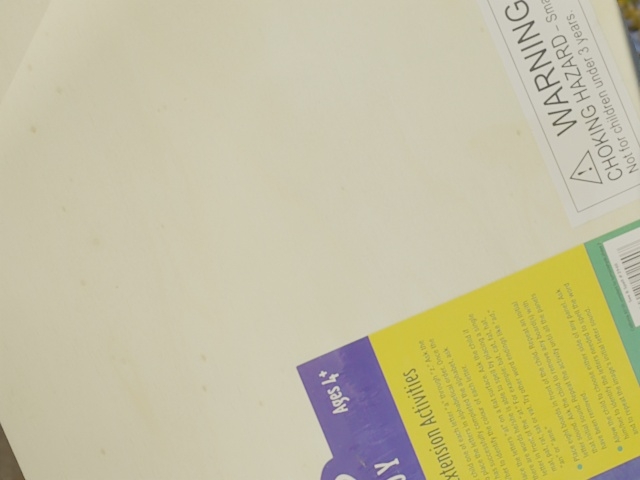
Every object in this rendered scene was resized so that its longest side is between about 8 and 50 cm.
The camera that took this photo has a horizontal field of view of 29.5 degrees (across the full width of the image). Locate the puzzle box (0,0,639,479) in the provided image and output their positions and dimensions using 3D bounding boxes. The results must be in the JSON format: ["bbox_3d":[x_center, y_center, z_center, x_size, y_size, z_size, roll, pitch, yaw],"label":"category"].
[{"bbox_3d":[0.000,0.000,0.463,0.052,0.272,0.408,-175,-117,-82],"label":"puzzle box"}]
